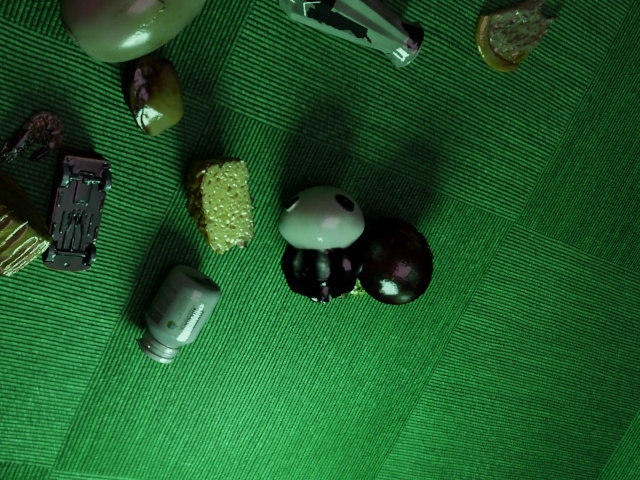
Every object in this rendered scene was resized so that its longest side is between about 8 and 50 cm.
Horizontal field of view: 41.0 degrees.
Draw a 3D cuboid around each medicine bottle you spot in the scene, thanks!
[{"bbox_3d":[-0.340,0.177,2.020,0.135,0.135,0.215,26,100,-35],"label":"medicine bottle"}]

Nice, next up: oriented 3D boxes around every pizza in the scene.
[{"bbox_3d":[0.509,-0.532,2.182,0.262,0.034,0.181,-28,123,-14],"label":"pizza"}]

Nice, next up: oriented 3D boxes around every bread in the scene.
[{"bbox_3d":[-0.230,-0.095,1.944,0.143,0.139,0.229,-16,121,-23],"label":"bread"},{"bbox_3d":[-0.652,-0.045,1.678,0.142,0.253,0.227,-40,134,-3],"label":"bread"}]

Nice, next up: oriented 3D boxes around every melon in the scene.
[{"bbox_3d":[-0.350,-0.482,1.638,0.317,0.223,0.223,-39,125,1],"label":"melon"}]

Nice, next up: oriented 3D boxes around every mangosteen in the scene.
[{"bbox_3d":[0.151,0.074,2.190,0.289,0.231,0.231,-31,127,15],"label":"mangosteen"}]

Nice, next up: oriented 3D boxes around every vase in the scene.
[{"bbox_3d":[0.070,-0.508,1.896,0.360,0.165,0.165,22,102,-37],"label":"vase"}]

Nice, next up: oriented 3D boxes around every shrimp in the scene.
[{"bbox_3d":[-0.597,-0.197,1.765,0.161,0.034,0.091,-41,126,-6],"label":"shrimp"}]

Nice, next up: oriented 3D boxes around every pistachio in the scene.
[{"bbox_3d":[-0.352,-0.307,1.768,0.210,0.130,0.165,85,18,-67],"label":"pistachio"}]

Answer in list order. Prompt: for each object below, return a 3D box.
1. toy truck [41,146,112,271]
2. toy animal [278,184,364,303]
[{"bbox_3d":[-0.525,-0.065,1.819,0.107,0.114,0.253,6,109,-32],"label":"toy truck"},{"bbox_3d":[0.001,-0.003,2.077,0.212,0.212,0.267,-5,104,-26],"label":"toy animal"}]
